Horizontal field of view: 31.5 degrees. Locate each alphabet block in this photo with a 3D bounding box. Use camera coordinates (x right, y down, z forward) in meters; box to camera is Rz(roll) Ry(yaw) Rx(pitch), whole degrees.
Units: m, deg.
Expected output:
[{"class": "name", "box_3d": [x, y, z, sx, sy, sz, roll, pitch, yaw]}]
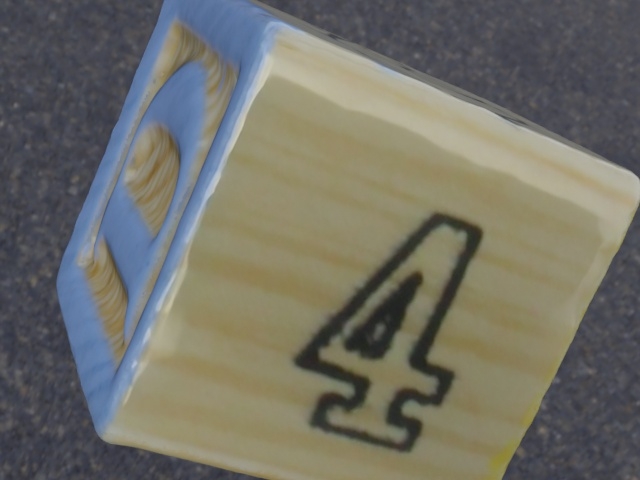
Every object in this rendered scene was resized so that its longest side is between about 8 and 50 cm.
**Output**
[{"class": "alphabet block", "box_3d": [0.000, 0.000, 0.567, 0.197, 0.193, 0.192, 19, 14, -25]}]
